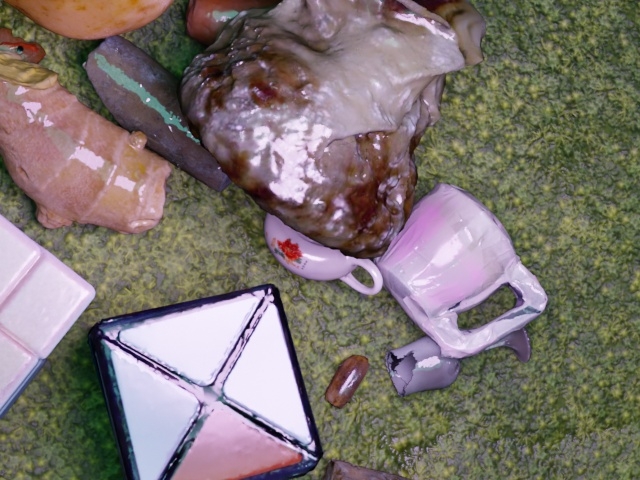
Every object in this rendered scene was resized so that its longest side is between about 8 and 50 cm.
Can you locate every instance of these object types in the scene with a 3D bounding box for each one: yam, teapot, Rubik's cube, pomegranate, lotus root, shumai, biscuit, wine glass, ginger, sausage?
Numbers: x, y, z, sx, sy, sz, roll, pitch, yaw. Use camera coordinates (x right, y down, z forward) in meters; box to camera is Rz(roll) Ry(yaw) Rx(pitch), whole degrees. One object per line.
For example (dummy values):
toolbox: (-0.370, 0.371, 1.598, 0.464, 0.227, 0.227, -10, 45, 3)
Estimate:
yam: (-0.208, -0.172, 1.813, 0.259, 0.106, 0.106, 36, 80, -3)
teapot: (0.000, 0.000, 1.829, 0.226, 0.092, 0.145, 41, 51, 18)
Rubik's cube: (-0.156, 0.200, 1.719, 0.250, 0.246, 0.248, -13, 87, -11)
pomegranate: (-0.314, -0.409, 1.735, 0.307, 0.307, 0.307, 1, 85, -11)
lotus root: (0.038, 0.196, 1.866, 0.037, 0.030, 0.083, 35, 79, -5)
yam: (0.092, 0.374, 1.824, 0.194, 0.107, 0.107, 16, 83, -10)
shumai: (0.045, -0.199, 1.685, 0.395, 0.395, 0.348, 45, 103, -4)
biscuit: (-0.437, -0.228, 1.816, 0.119, 0.019, 0.130, -1, 86, -11)
wine glass: (0.194, 0.163, 1.874, 0.195, 0.079, 0.079, -16, 88, -13)
teapot: (0.181, 0.050, 1.845, 0.178, 0.163, 0.221, -42, 105, -9)
Rubik's cube: (-0.494, 0.094, 1.626, 0.318, 0.322, 0.316, 39, 81, -6)
ginger: (-0.355, -0.136, 1.766, 0.190, 0.126, 0.354, -40, 99, 17)
sausage: (0.019, -0.304, 1.874, 0.418, 0.094, 0.094, 1, 113, -11)
